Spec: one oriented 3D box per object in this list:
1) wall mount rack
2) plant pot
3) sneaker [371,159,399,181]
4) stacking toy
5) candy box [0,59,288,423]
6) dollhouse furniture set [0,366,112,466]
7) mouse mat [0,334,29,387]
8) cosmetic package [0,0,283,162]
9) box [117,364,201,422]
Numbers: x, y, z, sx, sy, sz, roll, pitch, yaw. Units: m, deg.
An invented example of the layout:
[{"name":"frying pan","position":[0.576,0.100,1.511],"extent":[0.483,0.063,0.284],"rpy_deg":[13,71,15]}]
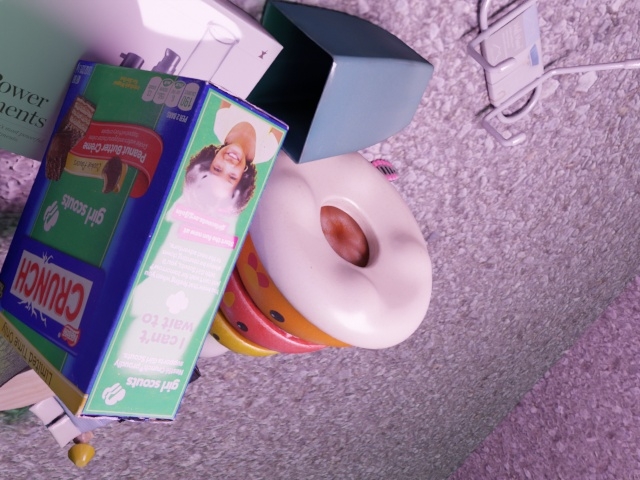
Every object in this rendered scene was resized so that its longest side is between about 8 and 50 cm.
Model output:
[{"name":"wall mount rack","position":[0.415,-0.332,1.211],"extent":[0.304,0.130,0.350],"rpy_deg":[-35,144,-1]},{"name":"plant pot","position":[0.039,-0.232,1.006],"extent":[0.234,0.165,0.166],"rpy_deg":[-10,137,-38]},{"name":"sneaker","position":[0.089,-0.114,1.273],"extent":[0.119,0.047,0.057],"rpy_deg":[-10,153,-25]},{"name":"stacking toy","position":[-0.087,0.086,1.131],"extent":[0.350,0.351,0.480],"rpy_deg":[7,146,-42]},{"name":"candy box","position":[-0.206,-0.012,0.716],"extent":[0.122,0.268,0.317],"rpy_deg":[19,91,-46]},{"name":"dollhouse furniture set","position":[-0.334,0.232,1.081],"extent":[0.286,0.198,0.303],"rpy_deg":[-21,123,-4]},{"name":"mouse mat","position":[-0.446,0.165,0.800],"extent":[0.189,0.007,0.153],"rpy_deg":[-37,146,-1]},{"name":"cosmetic package","position":[-0.270,-0.222,0.828],"extent":[0.377,0.097,0.284],"rpy_deg":[20,114,-48]},{"name":"box","position":[-0.338,0.242,1.287],"extent":[0.180,0.077,0.147],"rpy_deg":[-29,143,-9]}]
